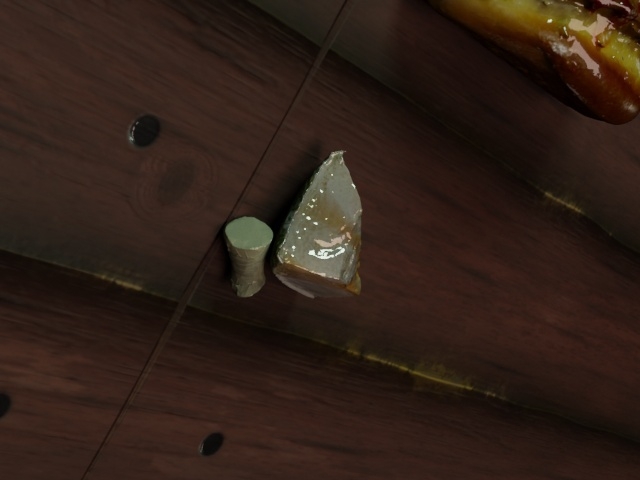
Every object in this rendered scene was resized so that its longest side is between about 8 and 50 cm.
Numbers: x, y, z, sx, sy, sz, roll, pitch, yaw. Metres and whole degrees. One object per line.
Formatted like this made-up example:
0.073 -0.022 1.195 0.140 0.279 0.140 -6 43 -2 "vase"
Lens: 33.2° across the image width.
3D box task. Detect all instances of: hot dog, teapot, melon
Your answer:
0.311 -0.271 1.289 0.405 0.223 0.185 20 104 -47 "hot dog"
-0.083 0.019 1.240 0.067 0.057 0.083 -53 156 -50 "teapot"
-0.005 0.000 1.245 0.139 0.093 0.203 -25 128 -50 "melon"
